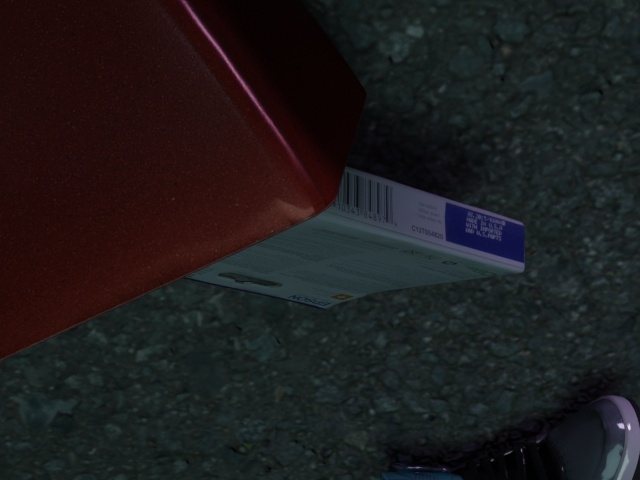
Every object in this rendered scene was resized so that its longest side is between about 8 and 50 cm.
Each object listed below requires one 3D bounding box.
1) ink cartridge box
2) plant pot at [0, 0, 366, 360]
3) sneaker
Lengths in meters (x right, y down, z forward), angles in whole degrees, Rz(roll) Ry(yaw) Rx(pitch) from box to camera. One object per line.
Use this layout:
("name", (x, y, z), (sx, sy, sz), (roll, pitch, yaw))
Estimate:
("ink cartridge box", (0.000, 0.000, 1.140), (0.223, 0.045, 0.224), (15, 161, -42))
("plant pot", (-0.148, -0.109, 0.974), (0.267, 0.267, 0.235), (-24, 106, 14))
("sneaker", (0.147, 0.233, 1.371), (0.178, 0.123, 0.295), (14, 128, -28))
